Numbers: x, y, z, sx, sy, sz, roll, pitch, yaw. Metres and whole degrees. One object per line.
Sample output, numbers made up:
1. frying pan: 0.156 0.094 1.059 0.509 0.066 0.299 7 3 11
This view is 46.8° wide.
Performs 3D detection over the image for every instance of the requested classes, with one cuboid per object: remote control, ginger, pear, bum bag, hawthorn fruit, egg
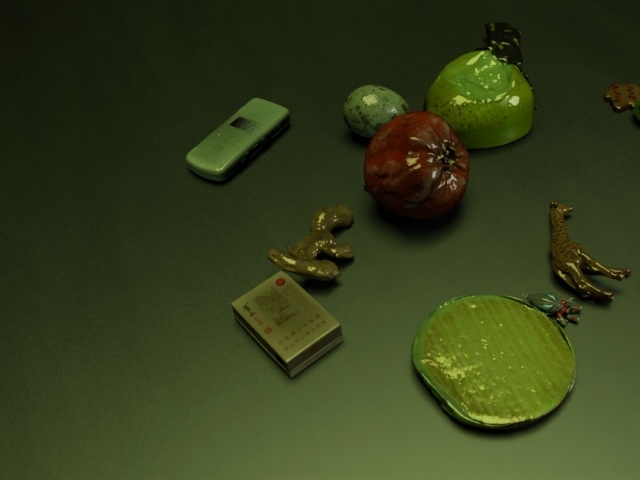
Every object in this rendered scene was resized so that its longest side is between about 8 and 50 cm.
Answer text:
1. remote control: -0.211 -0.262 1.920 0.140 0.056 0.296 23 55 30
2. ginger: 0.011 0.009 1.616 0.149 0.065 0.258 34 45 17
3. pear: 0.360 -0.347 1.839 0.292 0.159 0.293 -6 48 7
4. bum bag: 0.511 -0.548 2.072 0.106 0.060 0.233 9 50 5
5. hawthorn fruit: 0.189 -0.158 1.665 0.271 0.242 0.242 -9 35 47
6. egg: 0.141 -0.325 1.870 0.172 0.132 0.132 5 46 -2

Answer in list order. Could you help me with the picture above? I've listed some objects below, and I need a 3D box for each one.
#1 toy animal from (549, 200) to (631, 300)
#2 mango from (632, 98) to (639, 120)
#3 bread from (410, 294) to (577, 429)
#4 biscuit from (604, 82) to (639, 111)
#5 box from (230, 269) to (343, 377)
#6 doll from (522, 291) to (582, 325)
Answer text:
1. toy animal: 0.525 0.020 1.527 0.149 0.054 0.275 -20 45 -13
2. mango: 0.863 -0.315 1.756 0.232 0.111 0.125 15 35 38
3. bread: 0.321 0.217 1.376 0.301 0.045 0.301 -4 47 4
4. biscuit: 0.789 -0.368 1.879 0.129 0.019 0.119 2 47 11
5. box: -0.068 0.163 1.483 0.141 0.058 0.201 -34 51 -22
6. doll: 0.450 0.127 1.445 0.114 0.039 0.057 20 94 15
